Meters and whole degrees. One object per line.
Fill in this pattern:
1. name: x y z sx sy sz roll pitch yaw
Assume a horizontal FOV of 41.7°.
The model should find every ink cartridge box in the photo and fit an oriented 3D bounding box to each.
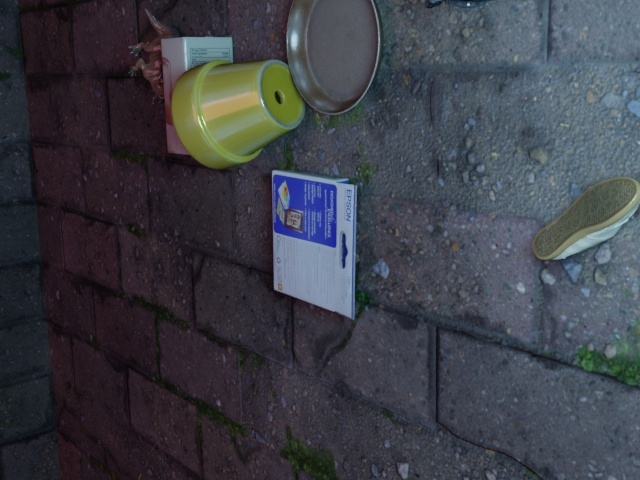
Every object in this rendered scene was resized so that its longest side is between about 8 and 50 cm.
1. ink cartridge box: 0.000 0.000 1.937 0.307 0.072 0.303 15 108 47

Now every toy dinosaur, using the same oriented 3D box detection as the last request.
1. toy dinosaur: -0.426 -0.501 2.328 0.200 0.127 0.295 -4 82 45

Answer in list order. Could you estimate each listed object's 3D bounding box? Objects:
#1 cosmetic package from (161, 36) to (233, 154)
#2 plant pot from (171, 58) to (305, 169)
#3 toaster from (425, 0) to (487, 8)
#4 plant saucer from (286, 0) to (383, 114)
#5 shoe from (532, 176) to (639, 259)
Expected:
1. cosmetic package: -0.315 -0.376 2.181 0.129 0.153 0.296 13 107 49
2. plant pot: -0.177 -0.311 1.962 0.239 0.254 0.253 -10 90 38
3. toaster: 0.270 -0.480 1.430 0.227 0.129 0.146 10 102 53
4. plant saucer: 0.036 -0.427 1.802 0.311 0.050 0.310 16 111 50
5. shoe: 0.443 -0.033 1.375 0.219 0.058 0.076 -40 47 44
